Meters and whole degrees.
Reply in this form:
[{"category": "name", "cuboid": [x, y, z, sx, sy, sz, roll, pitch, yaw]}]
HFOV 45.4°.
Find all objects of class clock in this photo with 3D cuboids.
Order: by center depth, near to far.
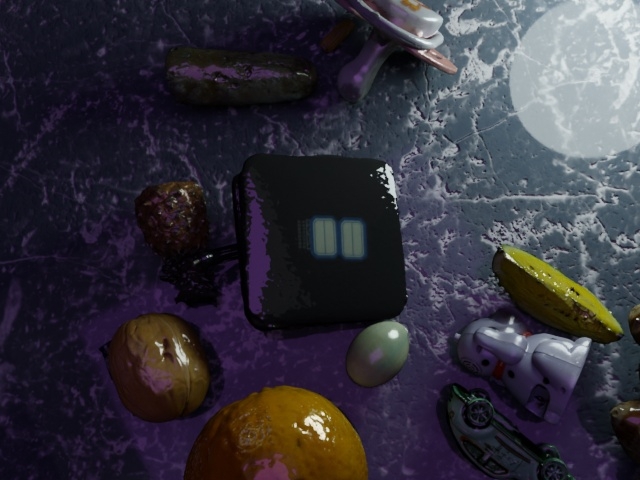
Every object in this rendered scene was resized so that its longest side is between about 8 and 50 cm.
[{"category": "clock", "cuboid": [0.392, 0.236, 1.538, 0.254, 0.189, 0.189, 26, 80, 22]}]

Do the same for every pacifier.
[{"category": "pacifier", "cuboid": [0.141, -0.434, 1.648, 0.332, 0.273, 0.220, 36, 57, 5]}]

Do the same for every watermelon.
[{"category": "watermelon", "cuboid": [0.473, 0.105, 1.565, 0.301, 0.129, 0.123, 35, 83, 2]}]

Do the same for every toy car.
[{"category": "toy car", "cuboid": [0.361, 0.409, 1.508, 0.306, 0.136, 0.125, 40, 96, 8]}]

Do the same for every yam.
[{"category": "yam", "cuboid": [-0.170, -0.362, 1.689, 0.330, 0.133, 0.133, -1, 78, -2]}]

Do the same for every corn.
[{"category": "corn", "cuboid": [0.039, -0.468, 1.746, 0.037, 0.037, 0.092, 42, 79, 9]}]

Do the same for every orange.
[{"category": "orange", "cuboid": [-0.084, 0.423, 1.422, 0.340, 0.340, 0.293, -13, 67, -1]}]

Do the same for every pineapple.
[{"category": "pineapple", "cuboid": [-0.293, 0.017, 1.616, 0.158, 0.158, 0.279, -14, 91, -1]}]

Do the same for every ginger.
[{"category": "ginger", "cuboid": [0.682, 0.312, 1.494, 0.256, 0.176, 0.375, 15, 90, -17]}]

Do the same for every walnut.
[{"category": "walnut", "cuboid": [-0.324, 0.253, 1.535, 0.193, 0.193, 0.226, -31, 80, -4]}]

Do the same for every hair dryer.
[{"category": "hair dryer", "cuboid": [-0.172, 0.033, 1.581, 0.219, 0.071, 0.124, -12, 72, -44]}]

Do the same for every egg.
[{"category": "egg", "cuboid": [0.118, 0.229, 1.559, 0.114, 0.114, 0.152, 44, 80, 10]}]

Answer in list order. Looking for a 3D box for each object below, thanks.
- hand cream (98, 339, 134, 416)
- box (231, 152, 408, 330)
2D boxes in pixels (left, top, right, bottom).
[{"category": "hand cream", "cuboid": [-0.410, 0.285, 1.610, 0.062, 0.039, 0.163, -33, 85, -7]}, {"category": "box", "cuboid": [0.000, 0.000, 1.578, 0.350, 0.091, 0.359, -2, 77, -17]}]
